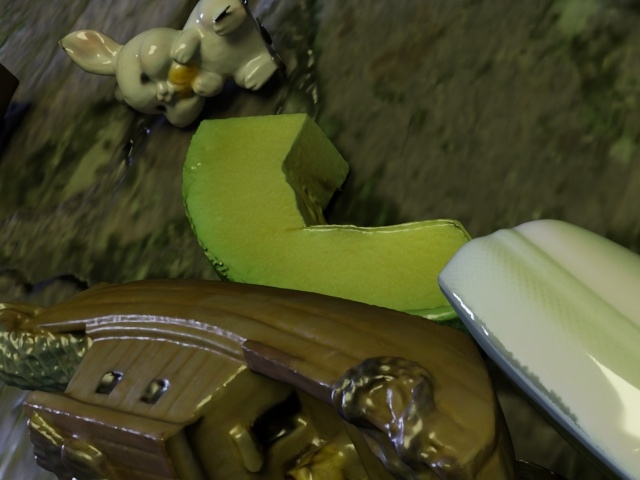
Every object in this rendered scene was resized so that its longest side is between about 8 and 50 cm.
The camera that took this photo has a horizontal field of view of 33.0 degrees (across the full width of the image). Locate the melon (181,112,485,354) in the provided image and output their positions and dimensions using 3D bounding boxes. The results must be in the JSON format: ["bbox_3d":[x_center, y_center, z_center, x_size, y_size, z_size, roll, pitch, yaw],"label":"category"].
[{"bbox_3d":[0.000,0.000,0.574,0.118,0.064,0.209,-27,48,-8],"label":"melon"}]

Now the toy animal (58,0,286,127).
[{"bbox_3d":[-0.093,-0.118,0.701,0.124,0.071,0.085,-29,52,6],"label":"toy animal"}]

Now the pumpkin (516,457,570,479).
[{"bbox_3d":[0.059,0.125,0.486,0.101,0.035,0.073,25,58,14],"label":"pumpkin"}]

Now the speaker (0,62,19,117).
[{"bbox_3d":[-0.348,-0.059,0.717,0.153,0.192,0.231,11,69,31],"label":"speaker"}]

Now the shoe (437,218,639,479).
[{"bbox_3d":[0.216,0.069,0.331,0.363,0.132,0.160,37,86,17],"label":"shoe"}]

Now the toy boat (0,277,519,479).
[{"bbox_3d":[-0.052,0.076,0.483,0.321,0.089,0.121,5,31,45],"label":"toy boat"}]
